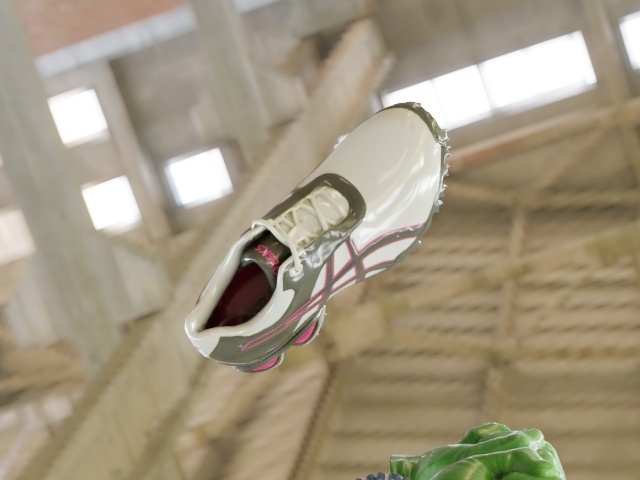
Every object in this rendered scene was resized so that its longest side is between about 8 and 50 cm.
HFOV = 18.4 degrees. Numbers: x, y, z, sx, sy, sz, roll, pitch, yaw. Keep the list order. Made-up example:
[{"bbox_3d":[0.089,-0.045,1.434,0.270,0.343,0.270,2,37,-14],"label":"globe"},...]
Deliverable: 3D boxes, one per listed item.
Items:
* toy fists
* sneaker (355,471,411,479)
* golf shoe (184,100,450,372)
[{"bbox_3d":[0.125,0.203,1.513,0.142,0.096,0.279,-6,-175,3],"label":"toy fists"},{"bbox_3d":[0.031,0.197,1.372,0.135,0.058,0.052,-7,-127,34],"label":"sneaker"},{"bbox_3d":[0.000,0.000,1.603,0.273,0.105,0.120,-50,162,9],"label":"golf shoe"}]
